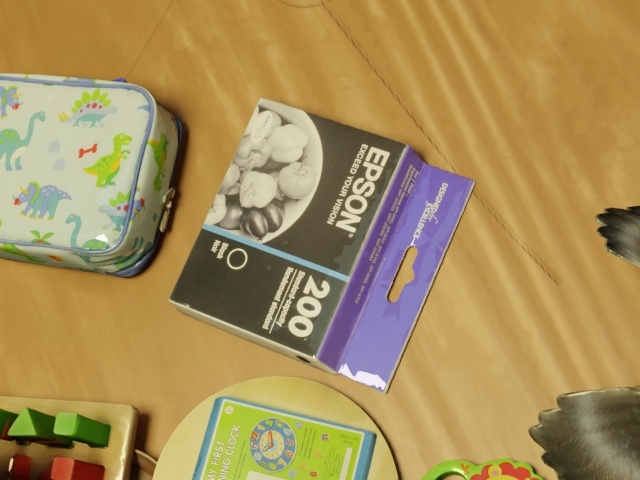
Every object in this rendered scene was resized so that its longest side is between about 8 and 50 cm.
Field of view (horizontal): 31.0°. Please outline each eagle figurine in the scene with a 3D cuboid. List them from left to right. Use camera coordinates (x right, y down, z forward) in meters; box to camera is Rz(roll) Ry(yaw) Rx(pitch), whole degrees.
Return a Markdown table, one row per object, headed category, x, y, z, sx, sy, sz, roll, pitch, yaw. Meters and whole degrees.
| category | x | y | z | sx | sy | sz | roll | pitch | yaw |
| --- | --- | --- | --- | --- | --- | --- | --- | --- | --- |
| eagle figurine | 0.330 | 0.094 | 0.826 | 0.226 | 0.225 | 0.298 | -31 | 23 | -37 |

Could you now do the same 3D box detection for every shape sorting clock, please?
| category | x | y | z | sx | sy | sz | roll | pitch | yaw |
| --- | --- | --- | --- | --- | --- | --- | --- | --- | --- |
| shape sorting clock | -0.038 | 0.212 | 0.942 | 0.206 | 0.040 | 0.206 | -1 | 69 | 2 |

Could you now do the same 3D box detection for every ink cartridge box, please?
| category | x | y | z | sx | sy | sz | roll | pitch | yaw |
| --- | --- | --- | --- | --- | --- | --- | --- | --- | --- |
| ink cartridge box | 0.000 | 0.000 | 1.003 | 0.208 | 0.045 | 0.206 | 20 | 79 | 20 |

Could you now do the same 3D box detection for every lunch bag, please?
| category | x | y | z | sx | sy | sz | roll | pitch | yaw |
| --- | --- | --- | --- | --- | --- | --- | --- | --- | --- |
| lunch bag | -0.242 | -0.065 | 1.068 | 0.219 | 0.090 | 0.176 | 6 | 76 | 18 |

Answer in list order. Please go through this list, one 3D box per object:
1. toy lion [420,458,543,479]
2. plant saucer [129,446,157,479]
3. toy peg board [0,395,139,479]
| category | x | y | z | sx | sy | sz | roll | pitch | yaw |
| --- | --- | --- | --- | --- | --- | --- | --- | --- | --- |
| toy lion | 0.127 | 0.209 | 0.908 | 0.100 | 0.034 | 0.096 | 36 | 79 | 23 |
| plant saucer | -0.184 | 0.259 | 0.982 | 0.168 | 0.029 | 0.168 | -4 | 72 | 14 |
| toy peg board | -0.251 | 0.207 | 0.959 | 0.161 | 0.079 | 0.161 | 1 | 72 | 18 |
